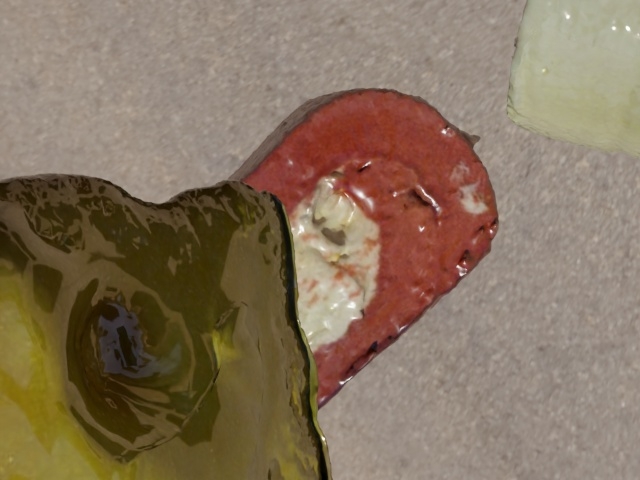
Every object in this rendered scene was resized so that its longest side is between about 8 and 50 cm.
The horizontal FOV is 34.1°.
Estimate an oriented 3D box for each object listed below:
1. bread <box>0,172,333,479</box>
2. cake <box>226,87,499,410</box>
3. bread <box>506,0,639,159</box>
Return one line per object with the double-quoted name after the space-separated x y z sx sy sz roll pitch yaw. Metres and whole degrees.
-0.087 0.061 0.377 0.088 0.233 0.160 -19 81 30 "bread"
0.000 0.000 0.814 0.283 0.151 0.177 -41 100 -4 "cake"
0.159 -0.094 0.422 0.141 0.148 0.134 15 105 15 "bread"
